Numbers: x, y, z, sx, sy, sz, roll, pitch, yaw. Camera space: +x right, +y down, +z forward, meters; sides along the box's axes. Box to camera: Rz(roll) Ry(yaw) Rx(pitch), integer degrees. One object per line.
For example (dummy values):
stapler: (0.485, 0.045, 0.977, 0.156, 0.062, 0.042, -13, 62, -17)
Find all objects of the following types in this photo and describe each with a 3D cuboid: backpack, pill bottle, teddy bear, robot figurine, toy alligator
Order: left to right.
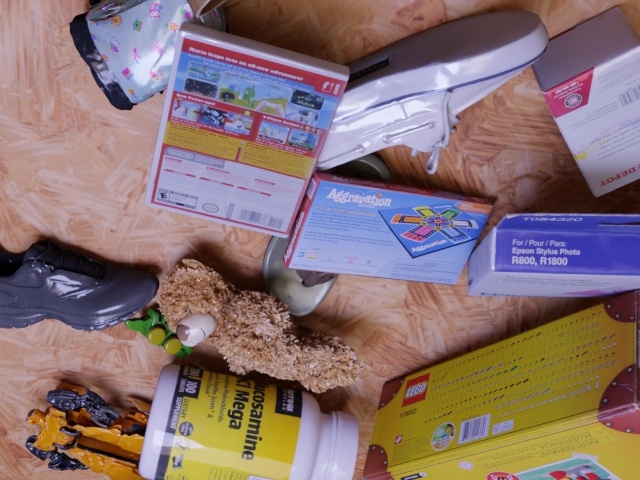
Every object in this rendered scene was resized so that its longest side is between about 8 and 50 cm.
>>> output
robot figurine: (-0.375, 0.348, 1.520, 0.291, 0.085, 0.211, 24, 123, -14)
backpack: (-0.203, -0.250, 1.066, 0.182, 0.115, 0.152, -22, 119, 14)
toy alligator: (-0.240, 0.157, 1.401, 0.189, 0.056, 0.051, 40, 82, -39)
pill bottle: (-0.114, 0.324, 1.401, 0.334, 0.188, 0.188, 13, 125, -7)
teddy bear: (-0.098, 0.156, 1.323, 0.338, 0.113, 0.245, 36, 157, -31)

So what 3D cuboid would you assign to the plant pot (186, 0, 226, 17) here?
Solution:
plant pot: (-0.116, -0.412, 0.899, 0.237, 0.237, 0.254, -32, 104, 23)

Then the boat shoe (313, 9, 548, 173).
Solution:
boat shoe: (0.125, -0.163, 1.100, 0.367, 0.136, 0.156, -19, 122, 19)

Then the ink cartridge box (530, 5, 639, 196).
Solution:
ink cartridge box: (0.362, -0.173, 1.084, 0.128, 0.127, 0.176, -25, 120, 18)

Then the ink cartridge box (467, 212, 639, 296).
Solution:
ink cartridge box: (0.378, 0.030, 1.144, 0.324, 0.330, 0.071, 1, 81, 3)

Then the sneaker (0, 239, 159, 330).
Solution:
sneaker: (-0.392, 0.063, 1.309, 0.286, 0.109, 0.130, -3, 119, 3)

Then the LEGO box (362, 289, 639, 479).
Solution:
LEGO box: (0.376, 0.326, 1.318, 0.372, 0.193, 0.500, 39, 136, -23)

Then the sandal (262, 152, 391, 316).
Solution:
sandal: (-0.001, -0.001, 1.249, 0.120, 0.086, 0.303, 21, 124, -12)

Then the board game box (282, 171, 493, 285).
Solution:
board game box: (0.098, -0.012, 1.210, 0.281, 0.027, 0.145, 7, 121, -26)

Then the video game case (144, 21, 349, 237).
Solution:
video game case: (-0.102, -0.126, 1.083, 0.204, 0.025, 0.285, 14, 135, -10)
